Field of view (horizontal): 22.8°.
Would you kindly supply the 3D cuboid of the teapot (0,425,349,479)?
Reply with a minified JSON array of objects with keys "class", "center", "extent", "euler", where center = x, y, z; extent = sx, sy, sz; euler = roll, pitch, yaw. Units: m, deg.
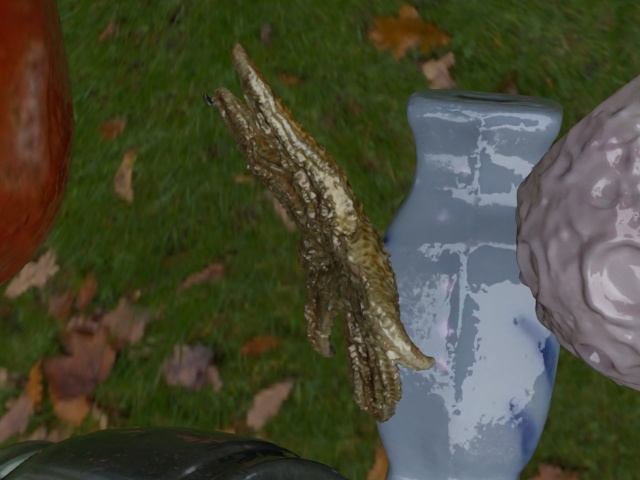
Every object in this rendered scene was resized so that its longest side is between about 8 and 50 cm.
[{"class":"teapot","center":[-0.091,0.219,0.973],"extent":[0.322,0.239,0.239],"euler":[10,95,-51]}]

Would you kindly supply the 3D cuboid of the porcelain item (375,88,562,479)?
[{"class":"porcelain item","center":[0.143,0.065,1.507],"extent":[0.179,0.242,0.405],"euler":[4,100,7]}]

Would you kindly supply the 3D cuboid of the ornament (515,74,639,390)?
[{"class":"ornament","center":[0.273,-0.005,1.138],"extent":[0.259,0.259,0.225],"euler":[-40,82,8]}]

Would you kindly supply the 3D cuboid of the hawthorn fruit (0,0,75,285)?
[{"class":"hawthorn fruit","center":[-0.264,-0.129,0.881],"extent":[0.285,0.285,0.368],"euler":[14,101,-7]}]

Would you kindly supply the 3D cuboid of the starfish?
[{"class":"starfish","center":[0.004,-0.002,1.148],"extent":[0.060,0.299,0.302],"euler":[-26,94,-9]}]
